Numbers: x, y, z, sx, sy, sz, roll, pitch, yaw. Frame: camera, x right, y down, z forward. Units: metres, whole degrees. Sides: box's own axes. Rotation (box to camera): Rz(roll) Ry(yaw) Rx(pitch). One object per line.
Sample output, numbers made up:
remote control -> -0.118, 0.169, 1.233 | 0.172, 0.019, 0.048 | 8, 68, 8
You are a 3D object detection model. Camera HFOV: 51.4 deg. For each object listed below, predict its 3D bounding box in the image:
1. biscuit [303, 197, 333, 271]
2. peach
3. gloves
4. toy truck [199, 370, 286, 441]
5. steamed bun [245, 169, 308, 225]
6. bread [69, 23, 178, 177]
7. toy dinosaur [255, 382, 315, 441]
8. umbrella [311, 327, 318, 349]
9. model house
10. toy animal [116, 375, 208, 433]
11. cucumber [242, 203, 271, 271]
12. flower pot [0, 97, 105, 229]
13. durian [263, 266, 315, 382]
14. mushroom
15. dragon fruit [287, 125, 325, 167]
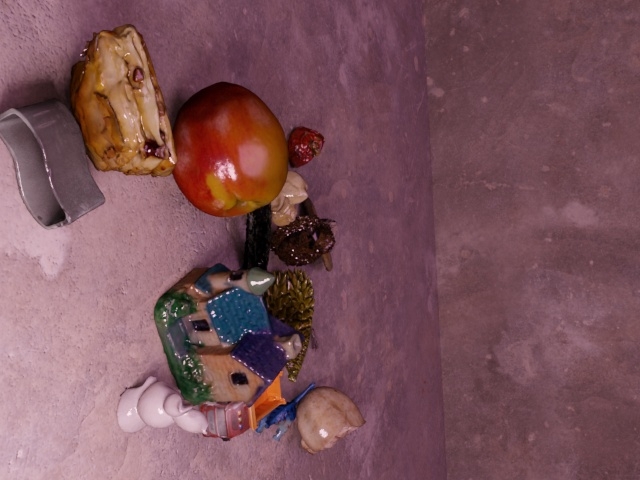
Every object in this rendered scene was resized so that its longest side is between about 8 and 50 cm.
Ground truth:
biscuit -> 0.002, -0.001, 2.266 | 0.141, 0.038, 0.290 | -104, 176, -61
peach -> -0.222, -0.225, 1.618 | 0.308, 0.307, 0.332 | 18, 61, -62
gloves -> -0.042, 0.001, 2.049 | 0.312, 0.210, 0.135 | -3, 71, -66
toy truck -> -0.200, 0.429, 1.755 | 0.270, 0.135, 0.114 | -20, 105, -63
steamed bun -> -0.128, -0.124, 1.925 | 0.106, 0.192, 0.177 | 79, 23, -62
bread -> -0.395, -0.246, 1.306 | 0.324, 0.167, 0.277 | -170, -117, -72
toy dinosaur -> -0.113, 0.510, 1.908 | 0.144, 0.076, 0.329 | -56, 164, 20
umbrella -> -0.021, 0.339, 2.267 | 0.031, 0.020, 0.083 | -26, 105, -63
model house -> -0.199, 0.224, 1.615 | 0.245, 0.280, 0.312 | -44, 125, -57
toy animal -> -0.320, 0.354, 1.428 | 0.131, 0.220, 0.104 | -49, 125, -54
cucumber -> -0.170, -0.028, 1.836 | 0.081, 0.072, 0.303 | -51, 155, -55
flower pot -> -0.501, -0.144, 1.239 | 0.108, 0.103, 0.229 | -45, 126, -57
durian -> -0.106, 0.233, 1.954 | 0.198, 0.163, 0.394 | 114, -28, -52
mushroom -> 0.007, 0.572, 2.150 | 0.253, 0.195, 0.189 | 7, 48, -57
dragon fruit -> -0.047, -0.326, 2.188 | 0.083, 0.106, 0.162 | 56, 42, -45
